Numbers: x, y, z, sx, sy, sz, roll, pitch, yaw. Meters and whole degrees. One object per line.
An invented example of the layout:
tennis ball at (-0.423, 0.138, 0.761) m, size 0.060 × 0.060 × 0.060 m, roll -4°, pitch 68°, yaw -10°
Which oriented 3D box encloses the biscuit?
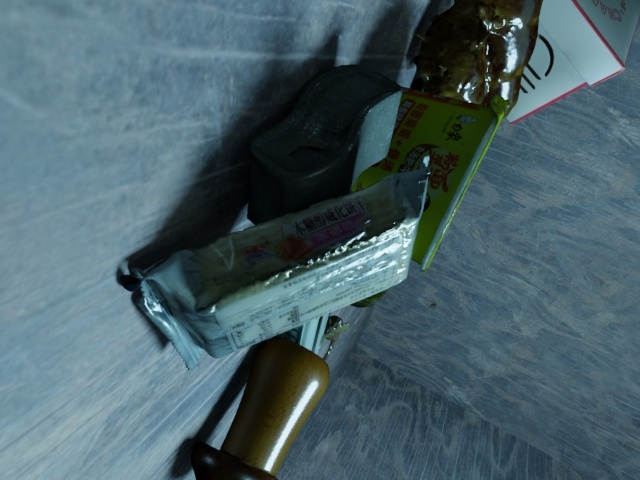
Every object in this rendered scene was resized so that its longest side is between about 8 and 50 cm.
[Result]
biscuit at (-0.021, 0.030, 0.473) m, size 0.309 × 0.079 × 0.186 m, roll -21°, pitch 146°, yaw -10°

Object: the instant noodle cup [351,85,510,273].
instant noodle cup at (0.147, -0.128, 0.772) m, size 0.311 × 0.222 × 0.311 m, roll -58°, pitch 166°, yaw -23°

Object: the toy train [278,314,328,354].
toy train at (-0.032, 0.125, 0.884) m, size 0.088 × 0.087 × 0.406 m, roll -45°, pitch 157°, yaw -38°

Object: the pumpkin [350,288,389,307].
pumpkin at (0.132, 0.080, 1.249) m, size 0.223 × 0.157 × 0.223 m, roll -56°, pitch -179°, yaw 1°

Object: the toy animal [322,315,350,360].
toy animal at (0.029, 0.273, 1.392) m, size 0.186 × 0.094 × 0.214 m, roll -62°, pitch 174°, yaw 13°

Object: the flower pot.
flower pot at (0.004, -0.108, 0.534) m, size 0.229 × 0.103 × 0.108 m, roll -52°, pitch 162°, yaw -35°

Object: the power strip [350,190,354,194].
power strip at (0.000, 0.000, 0.619) m, size 0.154 × 0.154 × 0.078 m, roll -62°, pitch 169°, yaw -5°

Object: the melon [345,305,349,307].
melon at (0.026, 0.078, 1.002) m, size 0.140 × 0.093 × 0.202 m, roll -11°, pitch 121°, yaw -59°

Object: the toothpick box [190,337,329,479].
toothpick box at (-0.102, 0.339, 0.824) m, size 0.192 × 0.192 × 0.294 m, roll 93°, pitch 21°, yaw -59°

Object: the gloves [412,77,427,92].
gloves at (0.267, -0.331, 1.075) m, size 0.164 × 0.124 × 0.203 m, roll -83°, pitch 169°, yaw -62°

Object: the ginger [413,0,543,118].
ginger at (0.305, -0.440, 0.860) m, size 0.254 × 0.176 × 0.418 m, roll -8°, pitch 121°, yaw -18°

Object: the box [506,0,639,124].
box at (0.553, -0.542, 1.129) m, size 0.312 × 0.314 × 0.300 m, roll -55°, pitch -164°, yaw -29°
